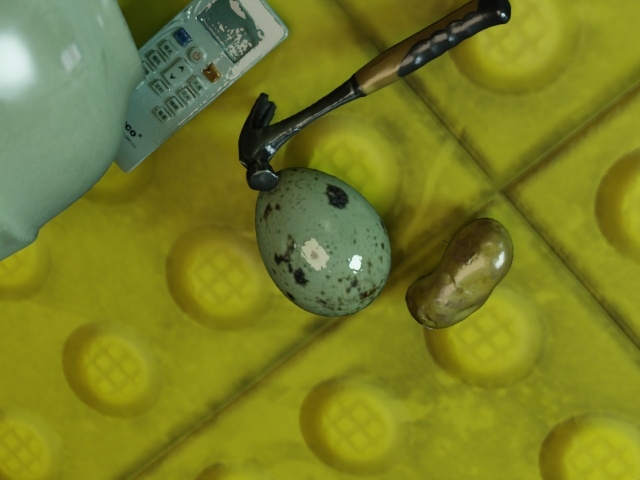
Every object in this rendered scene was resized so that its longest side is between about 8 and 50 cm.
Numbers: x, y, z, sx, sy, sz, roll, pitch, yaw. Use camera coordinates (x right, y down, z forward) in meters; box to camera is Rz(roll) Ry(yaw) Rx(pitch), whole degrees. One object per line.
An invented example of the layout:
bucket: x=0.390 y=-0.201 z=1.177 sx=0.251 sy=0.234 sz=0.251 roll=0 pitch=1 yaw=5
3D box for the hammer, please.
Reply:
hammer: x=0.031 y=-0.106 z=0.699 sx=0.201 sy=0.078 sz=0.021 roll=-30 pitch=131 yaw=13

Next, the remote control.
remote control: x=-0.097 y=-0.116 z=0.742 sx=0.162 sy=0.029 sz=0.061 roll=-37 pitch=99 yaw=19

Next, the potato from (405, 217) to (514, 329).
potato: x=0.097 y=0.025 z=0.731 sx=0.092 sy=0.046 sz=0.045 roll=-51 pitch=48 yaw=16

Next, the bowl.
bowl: x=-0.212 y=-0.145 z=0.636 sx=0.163 sy=0.307 sz=0.307 roll=-25 pitch=103 yaw=-6

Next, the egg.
egg: x=0.000 y=0.000 z=0.726 sx=0.085 sy=0.085 sz=0.110 roll=-35 pitch=93 yaw=24
